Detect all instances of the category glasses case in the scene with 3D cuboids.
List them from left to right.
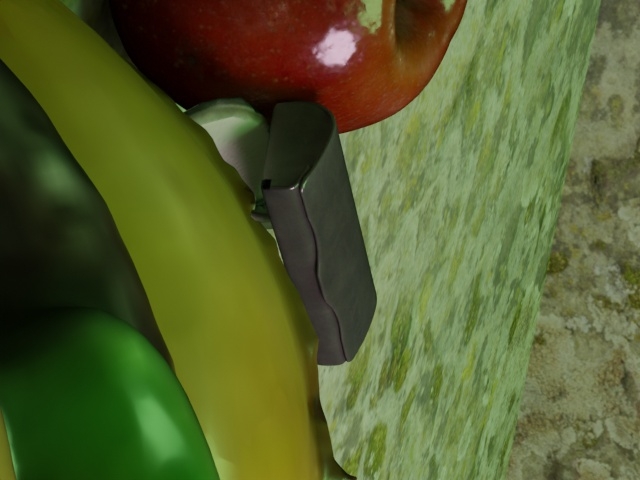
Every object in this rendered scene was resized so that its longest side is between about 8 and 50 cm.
[{"bbox_3d":[0.000,-0.001,1.036,0.191,0.042,0.072,75,25,-53],"label":"glasses case"}]

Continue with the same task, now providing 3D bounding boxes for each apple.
[{"bbox_3d":[-0.019,-0.172,1.048,0.218,0.201,0.218,-45,145,-44],"label":"apple"}]

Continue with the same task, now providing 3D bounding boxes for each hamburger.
[{"bbox_3d":[-0.195,0.075,0.418,0.277,0.395,0.396,-5,110,-71],"label":"hamburger"}]

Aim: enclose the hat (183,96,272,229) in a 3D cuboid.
[{"bbox_3d":[-0.105,0.049,1.022,0.301,0.168,0.258,66,25,-65],"label":"hat"}]
